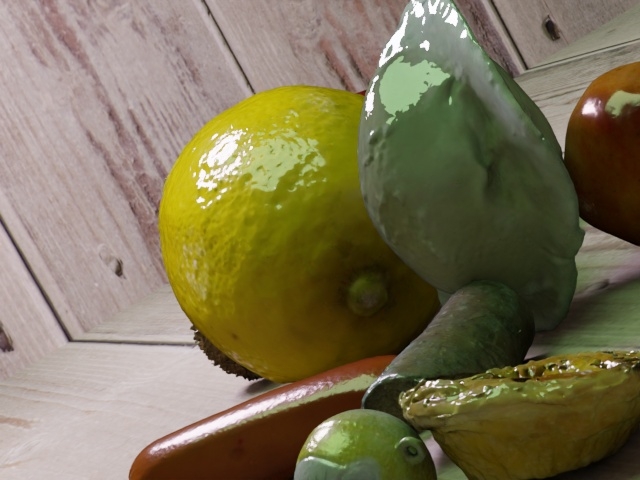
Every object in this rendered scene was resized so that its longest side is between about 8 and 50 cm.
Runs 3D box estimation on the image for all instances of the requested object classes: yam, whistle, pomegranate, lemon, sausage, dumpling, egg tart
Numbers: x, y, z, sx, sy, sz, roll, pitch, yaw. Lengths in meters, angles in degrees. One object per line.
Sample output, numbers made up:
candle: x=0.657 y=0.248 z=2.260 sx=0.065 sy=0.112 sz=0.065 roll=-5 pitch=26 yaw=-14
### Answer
yam: x=0.124 y=0.118 z=1.784 sx=0.106 sy=0.106 sz=0.259 roll=-24 pitch=9 yaw=29
whistle: x=0.010 y=0.217 z=1.559 sx=0.223 sy=0.123 sz=0.123 roll=-40 pitch=-1 yaw=39
pomegranate: x=0.347 y=-0.090 z=1.977 sx=0.209 sy=0.209 sz=0.209 roll=-28 pitch=8 yaw=4
lemon: x=0.000 y=0.000 z=2.184 sx=0.364 sy=0.364 sz=0.364 roll=-28 pitch=8 yaw=4
sausage: x=-0.045 y=0.195 z=1.908 sx=0.348 sy=0.094 sz=0.097 roll=-25 pitch=12 yaw=19
dumpling: x=0.146 y=-0.056 z=1.930 sx=0.212 sy=0.320 sz=0.270 roll=-36 pitch=32 yaw=13
egg tart: x=0.172 y=0.139 z=1.510 sx=0.232 sy=0.098 sz=0.252 roll=-11 pitch=-1 yaw=-39

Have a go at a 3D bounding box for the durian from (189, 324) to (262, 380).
durian: x=-0.074 y=0.077 z=2.437 sx=0.167 sy=0.196 sz=0.196 roll=11 pitch=18 yaw=11

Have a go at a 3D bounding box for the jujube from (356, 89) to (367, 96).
jujube: x=0.115 y=-0.077 z=2.501 sx=0.377 sy=0.276 sz=0.276 roll=-24 pitch=9 yaw=35
